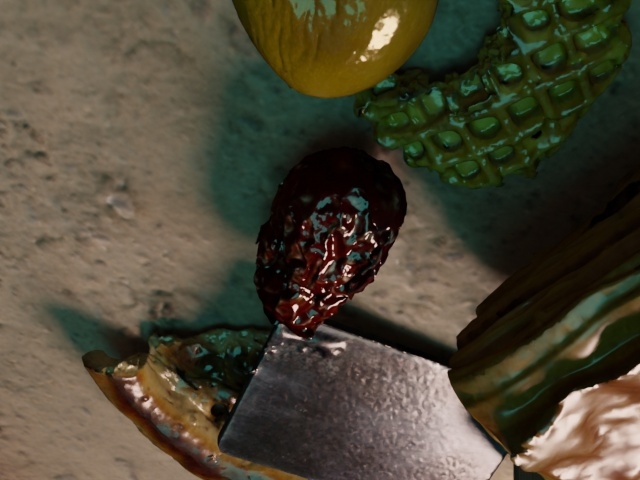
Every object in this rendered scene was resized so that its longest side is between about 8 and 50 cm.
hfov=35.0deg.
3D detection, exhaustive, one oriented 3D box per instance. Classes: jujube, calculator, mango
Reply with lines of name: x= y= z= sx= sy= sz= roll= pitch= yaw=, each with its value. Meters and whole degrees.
jujube: x=-0.001 y=-0.003 z=0.773 sx=0.104 sy=0.104 sz=0.166 roll=29 pitch=127 yaw=-14
calculator: x=0.051 y=0.160 z=0.895 sx=0.261 sy=0.021 sz=0.161 roll=21 pitch=114 yaw=-17
mango: x=0.001 y=-0.202 z=0.628 sx=0.137 sy=0.091 sz=0.238 roll=-9 pitch=119 yaw=7

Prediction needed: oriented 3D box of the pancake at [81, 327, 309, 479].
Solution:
pancake: x=-0.073 y=0.174 z=0.936 sx=0.257 sy=0.056 sz=0.212 roll=0 pitch=125 yaw=6

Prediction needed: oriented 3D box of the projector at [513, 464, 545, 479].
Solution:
projector: x=0.225 y=0.249 z=0.899 sx=0.115 sy=0.147 sz=0.061 roll=36 pitch=125 yaw=-18

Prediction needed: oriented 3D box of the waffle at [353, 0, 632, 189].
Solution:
waffle: x=0.120 y=-0.117 z=0.699 sx=0.149 sy=0.051 sz=0.194 roll=25 pitch=126 yaw=-14

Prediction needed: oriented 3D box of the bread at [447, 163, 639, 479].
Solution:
bread: x=0.288 y=0.078 z=0.743 sx=0.370 sy=0.192 sz=0.314 roll=34 pitch=119 yaw=-32
